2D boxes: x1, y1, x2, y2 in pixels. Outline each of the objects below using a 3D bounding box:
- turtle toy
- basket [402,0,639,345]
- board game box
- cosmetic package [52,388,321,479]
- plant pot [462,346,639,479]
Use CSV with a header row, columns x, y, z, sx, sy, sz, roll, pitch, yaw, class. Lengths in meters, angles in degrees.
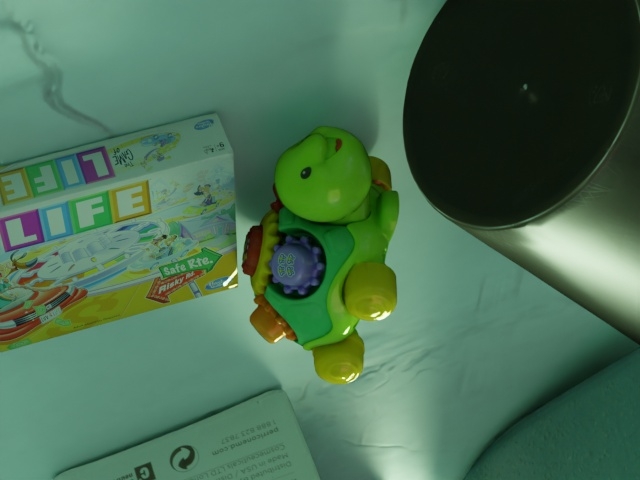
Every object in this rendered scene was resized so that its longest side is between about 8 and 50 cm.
x,y,z,sx,sy,sz,roll,pitch,yaw,class
0.000,0.000,0.681,0.066,0.095,0.130,11,136,-12,turtle toy
0.158,-0.038,0.668,0.226,0.154,0.204,18,127,-41,basket
-0.115,0.002,0.657,0.154,0.026,0.103,-16,145,-12,board game box
-0.053,0.216,0.877,0.151,0.151,0.184,-20,146,-5,cosmetic package
0.229,0.240,1.018,0.247,0.248,0.252,12,148,-42,plant pot
